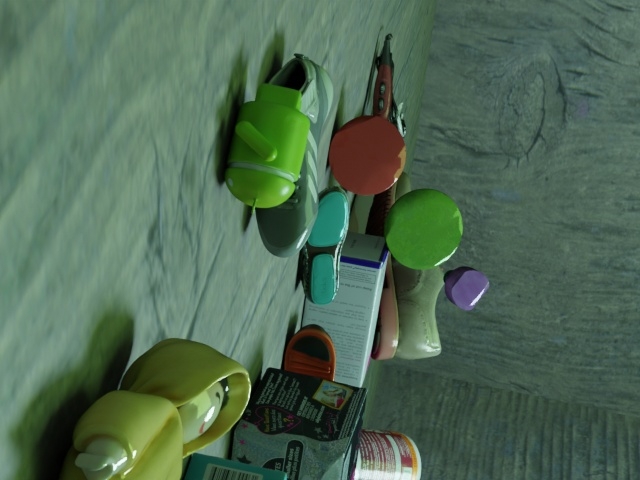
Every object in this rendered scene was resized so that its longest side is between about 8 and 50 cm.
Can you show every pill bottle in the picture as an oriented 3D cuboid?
[{"bbox_3d":[0.047,0.358,1.715,0.221,0.121,0.121,15,84,-40],"label":"pill bottle"}]

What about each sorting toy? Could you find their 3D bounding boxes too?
[{"bbox_3d":[0.131,-0.045,1.700,0.127,0.365,0.126,-40,-163,-4],"label":"sorting toy"}]

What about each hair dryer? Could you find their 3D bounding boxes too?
[{"bbox_3d":[0.098,-0.224,1.931,0.293,0.080,0.223,-78,159,-55],"label":"hair dryer"}]

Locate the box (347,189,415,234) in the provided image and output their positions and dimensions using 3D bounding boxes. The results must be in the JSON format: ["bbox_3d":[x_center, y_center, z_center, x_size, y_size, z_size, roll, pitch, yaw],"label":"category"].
[{"bbox_3d":[0.098,0.046,2.025,0.311,0.121,0.148,-71,169,-45],"label":"box"}]

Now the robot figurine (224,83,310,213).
[{"bbox_3d":[-0.048,-0.082,0.971,0.101,0.067,0.115,106,-4,-82],"label":"robot figurine"}]

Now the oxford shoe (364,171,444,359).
[{"bbox_3d":[0.148,0.040,1.846,0.123,0.130,0.348,129,-35,-69],"label":"oxford shoe"}]

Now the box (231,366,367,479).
[{"bbox_3d":[-0.037,0.315,1.356,0.163,0.142,0.247,-60,158,-64],"label":"box"}]

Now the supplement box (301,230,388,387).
[{"bbox_3d":[0.036,0.106,1.700,0.111,0.114,0.220,-62,160,-68],"label":"supplement box"}]

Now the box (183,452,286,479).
[{"bbox_3d":[-0.088,0.318,1.132,0.244,0.101,0.060,93,11,-50],"label":"box"}]

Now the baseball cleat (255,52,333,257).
[{"bbox_3d":[-0.039,-0.088,1.095,0.109,0.072,0.205,23,73,-68],"label":"baseball cleat"}]

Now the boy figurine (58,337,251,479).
[{"bbox_3d":[-0.126,0.177,0.701,0.285,0.092,0.177,-64,161,-52],"label":"boy figurine"}]

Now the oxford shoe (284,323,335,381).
[{"bbox_3d":[-0.018,0.258,1.601,0.098,0.097,0.271,-68,168,-81],"label":"oxford shoe"}]

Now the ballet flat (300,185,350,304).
[{"bbox_3d":[0.000,0.000,1.523,0.070,0.070,0.188,-63,165,-63],"label":"ballet flat"}]
